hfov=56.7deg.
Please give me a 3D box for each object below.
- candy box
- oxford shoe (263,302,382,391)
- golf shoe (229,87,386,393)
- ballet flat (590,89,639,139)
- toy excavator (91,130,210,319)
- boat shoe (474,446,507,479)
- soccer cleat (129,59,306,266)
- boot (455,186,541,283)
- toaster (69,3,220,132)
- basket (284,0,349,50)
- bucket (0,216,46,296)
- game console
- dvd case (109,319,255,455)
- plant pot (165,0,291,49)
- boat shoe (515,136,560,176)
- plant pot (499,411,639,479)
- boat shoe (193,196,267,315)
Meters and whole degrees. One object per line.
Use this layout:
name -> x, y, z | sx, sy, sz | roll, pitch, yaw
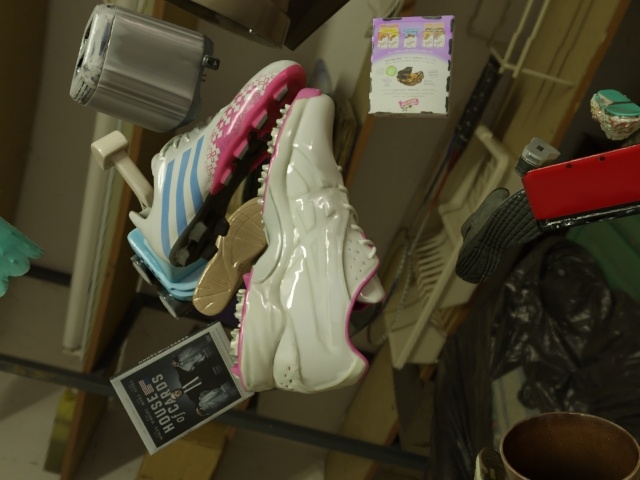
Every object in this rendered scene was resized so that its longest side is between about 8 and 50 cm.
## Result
candy box -> 0.190, -0.356, 1.232 | 0.070, 0.165, 0.196 | -15, -71, -75
oxford shoe -> -0.015, 0.129, 0.777 | 0.212, 0.076, 0.076 | -30, 0, -25
golf shoe -> 0.000, 0.000, 0.587 | 0.115, 0.140, 0.306 | 88, -170, -80
ballet flat -> 0.605, -0.247, 1.206 | 0.241, 0.091, 0.077 | -57, -33, -60
toy excavator -> -0.451, -0.049, 1.685 | 0.222, 0.433, 0.445 | -37, -19, -23
boat shoe -> 0.338, 0.492, 1.208 | 0.072, 0.068, 0.190 | -69, -16, 14
soccer cleat -> -0.151, -0.116, 0.794 | 0.331, 0.143, 0.116 | -55, -16, 17
boot -> 0.317, -0.049, 1.039 | 0.246, 0.083, 0.161 | -53, 11, 41
toaster -> -0.238, -0.222, 0.780 | 0.227, 0.147, 0.129 | 10, 87, 62
basket -> -0.039, -0.603, 1.483 | 0.227, 0.204, 0.154 | -45, 58, 17
bucket -> -0.689, 0.054, 1.118 | 0.281, 0.183, 0.281 | -38, 19, 15
game console -> 0.336, -0.066, 0.732 | 0.124, 0.144, 0.085 | -23, -80, -62
dvd case -> -0.275, 0.296, 1.205 | 0.179, 0.239, 0.030 | 66, 159, -11
plant pot -> -0.177, -0.586, 1.201 | 0.323, 0.323, 0.280 | -101, 33, -77
boat shoe -> 0.533, -0.205, 1.477 | 0.219, 0.078, 0.070 | -24, -32, -52
plant pot -> 0.428, 0.448, 1.003 | 0.215, 0.216, 0.230 | -99, -3, -76
boat shoe -> -0.186, 0.035, 1.309 | 0.285, 0.103, 0.092 | -63, 0, -10
